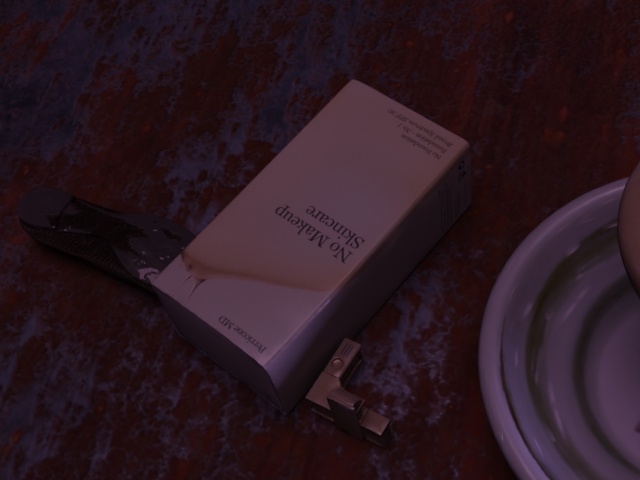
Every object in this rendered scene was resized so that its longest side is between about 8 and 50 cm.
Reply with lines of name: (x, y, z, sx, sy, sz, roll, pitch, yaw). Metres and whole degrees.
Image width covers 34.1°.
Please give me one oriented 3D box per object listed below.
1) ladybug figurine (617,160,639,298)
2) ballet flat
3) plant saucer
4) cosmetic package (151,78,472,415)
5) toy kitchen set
ladybug figurine: (0.456, 0.010, 0.793, 0.449, 0.162, 0.305, -1, 55, 13)
ballet flat: (-0.221, 0.007, 1.140, 0.249, 0.058, 0.084, 19, 57, 17)
plant saucer: (0.339, 0.119, 0.904, 0.400, 0.101, 0.401, -5, 55, 8)
cosmetic package: (0.000, 0.000, 1.053, 0.160, 0.113, 0.309, 32, 67, 26)
toy kitchen set: (0.038, 0.136, 0.979, 0.083, 0.068, 0.075, 23, 64, 25)
